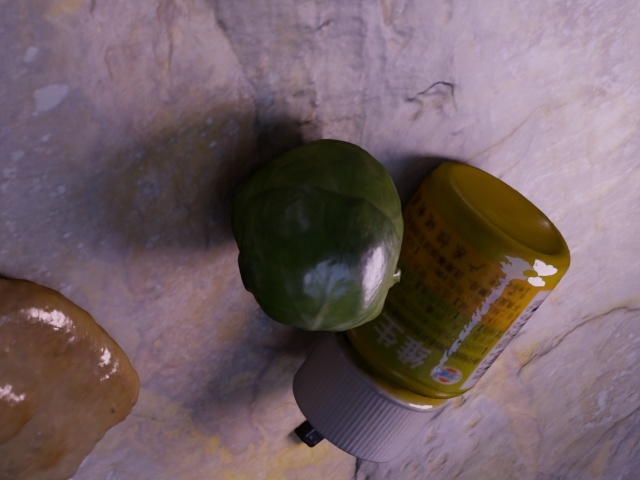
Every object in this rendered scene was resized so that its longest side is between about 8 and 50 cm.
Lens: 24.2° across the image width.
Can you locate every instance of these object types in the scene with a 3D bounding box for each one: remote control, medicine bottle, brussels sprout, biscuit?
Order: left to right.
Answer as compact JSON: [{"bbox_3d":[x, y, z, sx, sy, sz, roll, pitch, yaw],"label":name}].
[{"bbox_3d":[-0.411,0.225,1.693,0.429,0.104,0.446,-35,149,-12],"label":"biscuit"},{"bbox_3d":[0.000,0.000,1.739,0.244,0.244,0.244,-27,147,-19],"label":"brussels sprout"},{"bbox_3d":[0.069,0.234,2.297,0.245,0.025,0.063,-37,150,-5],"label":"remote control"},{"bbox_3d":[0.139,0.101,2.005,0.224,0.224,0.384,5,128,-49],"label":"medicine bottle"}]
